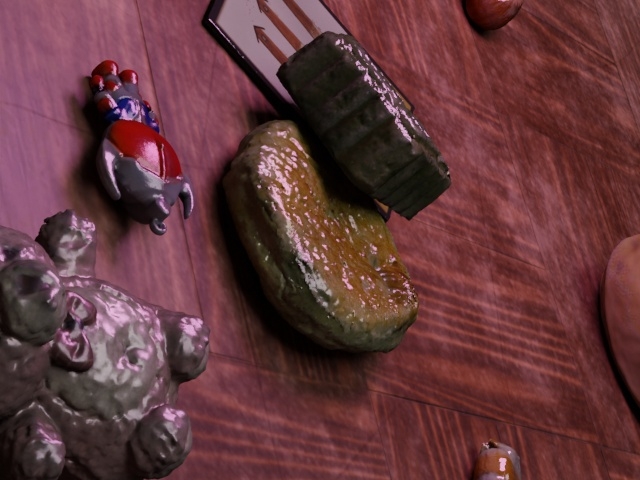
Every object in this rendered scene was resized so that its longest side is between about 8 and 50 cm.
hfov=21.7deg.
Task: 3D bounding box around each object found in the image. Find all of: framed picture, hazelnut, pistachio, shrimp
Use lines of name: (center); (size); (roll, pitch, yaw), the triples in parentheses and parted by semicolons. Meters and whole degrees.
framed picture: (-0.004, -0.201, 1.957); (0.324, 0.013, 0.244); (47, 32, -24)
hazelnut: (0.250, -0.342, 2.397); (0.086, 0.086, 0.086); (37, 37, -35)
pistachio: (0.479, 0.130, 2.273); (0.162, 0.182, 0.293); (107, -37, -79)
shrimp: (0.227, 0.308, 1.844); (0.166, 0.049, 0.161); (36, 41, -39)

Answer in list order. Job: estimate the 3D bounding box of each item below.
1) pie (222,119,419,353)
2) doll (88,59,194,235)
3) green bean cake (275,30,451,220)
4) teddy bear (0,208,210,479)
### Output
pie: (0.000, 0.000, 1.734); (0.277, 0.078, 0.277); (42, 26, -26)
doll: (-0.172, -0.085, 1.555); (0.104, 0.062, 0.194); (47, 20, -57)
green bean cake: (0.054, -0.124, 1.821); (0.183, 0.094, 0.185); (55, 7, 24)
teddy bear: (-0.211, 0.081, 1.262); (0.267, 0.151, 0.236); (43, 40, -37)
